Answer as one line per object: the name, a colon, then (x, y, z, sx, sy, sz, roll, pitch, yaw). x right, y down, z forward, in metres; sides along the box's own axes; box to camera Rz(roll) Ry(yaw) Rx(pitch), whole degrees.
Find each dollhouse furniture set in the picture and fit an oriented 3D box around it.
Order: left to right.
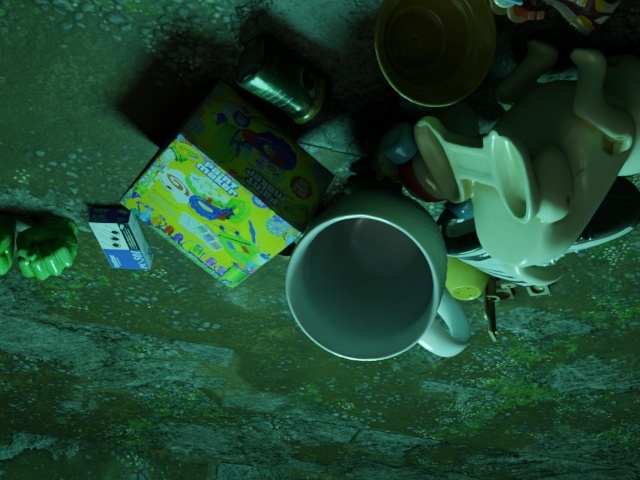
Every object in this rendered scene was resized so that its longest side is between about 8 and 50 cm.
dollhouse furniture set: (0.472, 0.150, 2.335, 0.151, 0.123, 0.144, -9, 146, 20)

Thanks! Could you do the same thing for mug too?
mug: (0.139, 0.072, 1.839, 0.374, 0.328, 0.276, 43, 110, -2)

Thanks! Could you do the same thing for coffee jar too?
coffee jar: (-0.060, -0.279, 1.739, 0.184, 0.096, 0.079, 30, 139, -34)

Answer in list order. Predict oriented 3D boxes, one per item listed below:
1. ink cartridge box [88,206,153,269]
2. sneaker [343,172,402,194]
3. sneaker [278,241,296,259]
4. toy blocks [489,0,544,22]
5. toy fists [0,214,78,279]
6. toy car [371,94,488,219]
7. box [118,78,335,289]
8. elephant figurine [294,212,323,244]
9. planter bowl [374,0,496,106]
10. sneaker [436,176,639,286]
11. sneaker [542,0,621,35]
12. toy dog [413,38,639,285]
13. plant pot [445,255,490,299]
ink cartridge box: (-0.467, -0.003, 2.286, 0.097, 0.046, 0.207, 2, 149, 7)
sneaker: (0.114, -0.052, 2.097, 0.130, 0.109, 0.286, 5, 140, 11)
sneaker: (0.000, 0.027, 2.253, 0.192, 0.064, 0.086, -13, 140, 21)
toy blocks: (0.296, -0.373, 1.492, 0.123, 0.148, 0.054, 28, 103, -33)
toy fists: (-0.704, 0.014, 2.254, 0.279, 0.142, 0.096, 4, 148, 1)
toy car: (0.175, -0.153, 1.835, 0.219, 0.210, 0.238, 36, 150, -25)
box: (-0.183, -0.100, 1.884, 0.290, 0.177, 0.279, 40, 139, -13)
elephant figurine: (0.000, 0.000, 2.125, 0.169, 0.239, 0.186, -21, 147, -14)
planter bowl: (0.171, -0.329, 1.589, 0.217, 0.217, 0.090, 19, -179, -22)
sneaker: (0.494, -0.020, 2.062, 0.447, 0.169, 0.257, -10, 155, 36)
sneaker: (0.389, -0.403, 1.520, 0.185, 0.069, 0.084, 28, 124, -32)
toy dog: (0.438, -0.153, 1.640, 0.395, 0.408, 0.284, 62, 162, -15)
plant pot: (0.339, 0.083, 2.272, 0.134, 0.095, 0.134, 4, 148, 2)
